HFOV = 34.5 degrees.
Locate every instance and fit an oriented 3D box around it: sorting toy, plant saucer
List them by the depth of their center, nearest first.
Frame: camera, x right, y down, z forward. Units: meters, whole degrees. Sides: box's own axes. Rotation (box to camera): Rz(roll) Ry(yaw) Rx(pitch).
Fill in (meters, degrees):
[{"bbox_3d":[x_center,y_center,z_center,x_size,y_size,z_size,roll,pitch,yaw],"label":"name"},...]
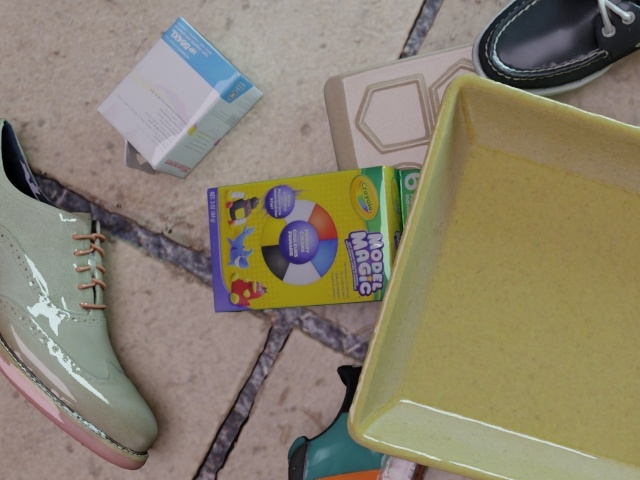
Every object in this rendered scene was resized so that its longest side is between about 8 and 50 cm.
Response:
[{"bbox_3d":[0.221,0.059,0.918,0.333,0.081,0.332,17,87,-2],"label":"plant saucer"},{"bbox_3d":[0.117,-0.089,1.013,0.208,0.038,0.192,-12,84,15],"label":"sorting toy"}]

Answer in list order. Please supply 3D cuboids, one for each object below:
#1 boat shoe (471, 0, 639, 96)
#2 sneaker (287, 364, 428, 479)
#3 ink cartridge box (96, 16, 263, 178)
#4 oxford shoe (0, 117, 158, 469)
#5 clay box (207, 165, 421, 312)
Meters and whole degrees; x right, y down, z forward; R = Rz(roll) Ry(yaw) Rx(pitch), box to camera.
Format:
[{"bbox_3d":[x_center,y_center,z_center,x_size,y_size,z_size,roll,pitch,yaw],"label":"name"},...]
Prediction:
[{"bbox_3d":[0.281,-0.225,0.933,0.303,0.091,0.114,-28,84,-2],"label":"boat shoe"},{"bbox_3d":[0.012,0.256,0.957,0.121,0.108,0.302,19,68,18],"label":"sneaker"},{"bbox_3d":[-0.146,-0.134,1.037,0.143,0.092,0.090,-46,79,5],"label":"ink cartridge box"},{"bbox_3d":[-0.270,0.046,1.031,0.146,0.140,0.397,-38,82,0],"label":"oxford shoe"},{"bbox_3d":[0.000,0.000,0.997,0.222,0.053,0.127,-7,85,25],"label":"clay box"}]
